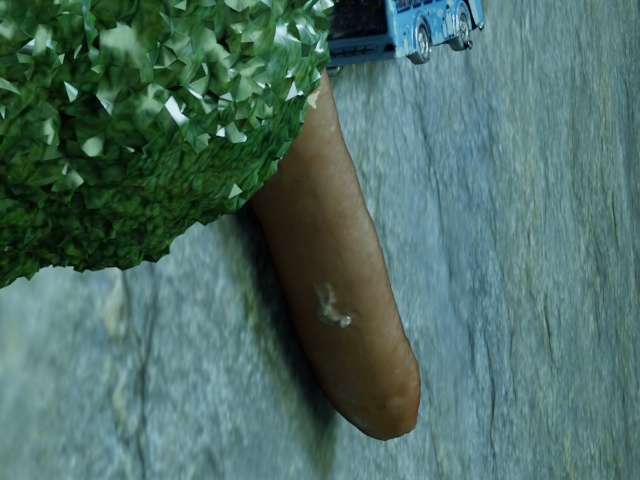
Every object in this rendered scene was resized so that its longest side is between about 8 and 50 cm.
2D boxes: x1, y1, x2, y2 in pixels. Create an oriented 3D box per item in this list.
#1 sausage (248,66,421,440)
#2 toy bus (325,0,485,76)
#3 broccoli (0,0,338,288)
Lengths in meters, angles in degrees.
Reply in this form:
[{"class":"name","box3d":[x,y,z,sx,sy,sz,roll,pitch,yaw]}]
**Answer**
[{"class":"sausage","box3d":[0.000,0.000,1.079,0.094,0.094,0.419,-52,138,-36]},{"class":"toy bus","box3d":[0.063,-0.222,1.233,0.297,0.106,0.131,-32,117,-67]},{"class":"broccoli","box3d":[-0.128,-0.135,0.515,0.413,0.321,0.310,-17,97,-50]}]
